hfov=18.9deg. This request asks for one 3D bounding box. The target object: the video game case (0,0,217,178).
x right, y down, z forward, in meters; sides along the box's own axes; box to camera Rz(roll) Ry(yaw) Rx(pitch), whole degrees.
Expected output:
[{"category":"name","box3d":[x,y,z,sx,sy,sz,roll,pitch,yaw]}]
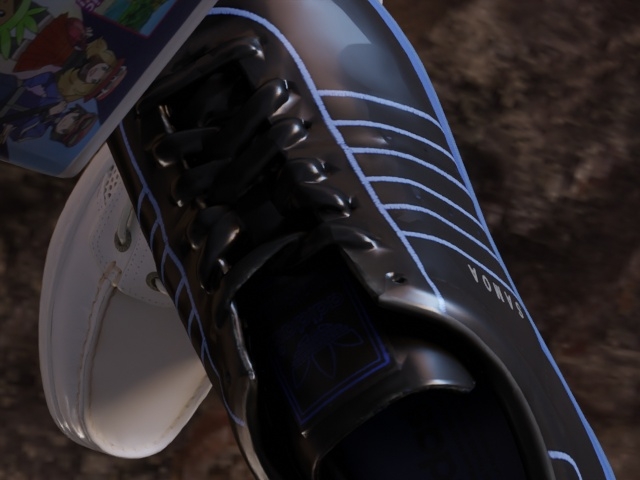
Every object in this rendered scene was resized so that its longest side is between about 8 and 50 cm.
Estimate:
[{"category":"video game case","box3d":[-0.043,-0.108,0.367,0.023,0.183,0.201,45,-78,26]}]

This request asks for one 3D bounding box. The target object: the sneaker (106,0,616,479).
[{"category":"sneaker","box3d":[0.000,0.000,0.466,0.081,0.090,0.232,-35,-98,11]}]

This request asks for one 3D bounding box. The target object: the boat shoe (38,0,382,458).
[{"category":"boat shoe","box3d":[-0.049,-0.011,0.854,0.096,0.098,0.277,44,-60,50]}]
